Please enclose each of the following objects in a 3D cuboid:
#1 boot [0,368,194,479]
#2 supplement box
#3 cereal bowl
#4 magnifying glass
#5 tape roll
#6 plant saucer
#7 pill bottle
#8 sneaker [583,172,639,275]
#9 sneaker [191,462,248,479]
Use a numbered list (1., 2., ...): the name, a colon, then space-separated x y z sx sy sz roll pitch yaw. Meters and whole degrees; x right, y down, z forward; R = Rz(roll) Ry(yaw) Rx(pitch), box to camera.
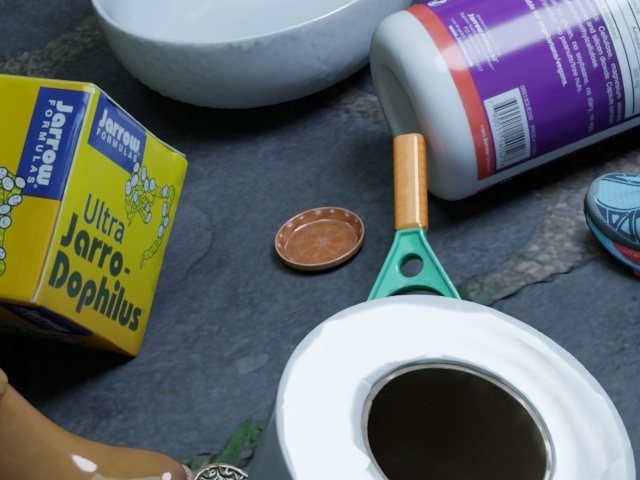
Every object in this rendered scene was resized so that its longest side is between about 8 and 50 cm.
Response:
1. boot: -0.249 0.135 1.421 0.283 0.220 0.109 1 34 19
2. supplement box: -0.331 -0.034 1.623 0.356 0.194 0.195 8 77 24
3. cereal bowl: -0.060 -0.242 1.899 0.339 0.141 0.339 -9 38 7
4. magnifying glass: 0.078 0.015 1.558 0.092 0.026 0.231 -8 61 16
5. tape roll: 0.071 0.181 1.244 0.246 0.169 0.246 9 47 -9
6. plant saucer: 0.000 0.000 1.682 0.083 0.013 0.083 -8 39 7
7. pill bottle: 0.220 -0.171 1.690 0.323 0.181 0.181 -22 39 -10
8. sneaker: 0.337 -0.030 1.523 0.262 0.125 0.104 17 47 33
9. sneaker: -0.024 0.246 1.341 0.192 0.086 0.064 38 52 10
